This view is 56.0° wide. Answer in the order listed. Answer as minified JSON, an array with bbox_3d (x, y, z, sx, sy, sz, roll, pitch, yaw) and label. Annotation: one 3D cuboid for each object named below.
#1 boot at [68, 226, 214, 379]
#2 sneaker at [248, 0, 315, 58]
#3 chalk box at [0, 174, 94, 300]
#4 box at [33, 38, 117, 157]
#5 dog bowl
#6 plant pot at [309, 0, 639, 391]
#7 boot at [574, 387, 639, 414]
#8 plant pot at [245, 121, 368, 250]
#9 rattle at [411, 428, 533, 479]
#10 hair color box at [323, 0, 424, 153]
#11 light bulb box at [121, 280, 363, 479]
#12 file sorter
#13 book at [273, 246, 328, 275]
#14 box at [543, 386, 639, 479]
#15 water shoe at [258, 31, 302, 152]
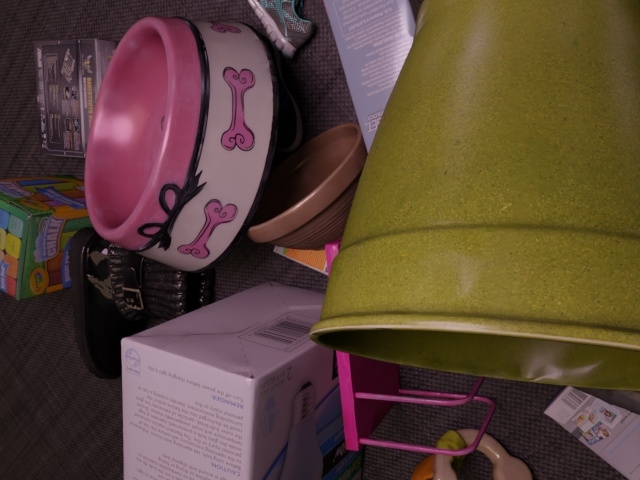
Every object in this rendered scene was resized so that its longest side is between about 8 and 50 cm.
[{"bbox_3d":[-0.337,0.140,1.171,0.260,0.131,0.347,7,118,13],"label":"boot"},{"bbox_3d":[-0.066,-0.378,0.973,0.076,0.065,0.166,-33,86,13],"label":"sneaker"},{"bbox_3d":[-0.561,-0.010,1.170,0.179,0.289,0.180,24,111,23],"label":"chalk box"},{"bbox_3d":[-0.490,-0.284,1.215,0.183,0.056,0.231,7,103,27],"label":"box"},{"bbox_3d":[-0.238,-0.158,0.937,0.408,0.150,0.407,-14,72,50],"label":"dog bowl"},{"bbox_3d":[0.194,-0.059,0.565,0.367,0.366,0.352,0,73,29],"label":"plant pot"},{"bbox_3d":[0.375,0.202,0.779,0.209,0.076,0.189,19,93,17],"label":"boot"},{"bbox_3d":[-0.003,-0.063,0.921,0.237,0.237,0.109,-27,117,30],"label":"plant pot"},{"bbox_3d":[0.257,0.384,0.927,0.200,0.130,0.142,16,121,-2],"label":"rattle"},{"bbox_3d":[0.125,-0.205,0.818,0.114,0.185,0.374,-16,91,30],"label":"hair color box"},{"bbox_3d":[-0.098,0.289,0.935,0.225,0.358,0.361,11,105,29],"label":"light bulb box"},{"bbox_3d":[0.142,0.129,0.867,0.182,0.202,0.290,-2,98,26],"label":"file sorter"},{"bbox_3d":[0.000,0.000,1.015,0.144,0.035,0.096,24,107,23],"label":"book"},{"bbox_3d":[0.429,0.243,0.821,0.186,0.038,0.145,39,115,18],"label":"box"},{"bbox_3d":[-0.094,-0.241,0.992,0.073,0.080,0.203,-18,90,31],"label":"water shoe"}]
